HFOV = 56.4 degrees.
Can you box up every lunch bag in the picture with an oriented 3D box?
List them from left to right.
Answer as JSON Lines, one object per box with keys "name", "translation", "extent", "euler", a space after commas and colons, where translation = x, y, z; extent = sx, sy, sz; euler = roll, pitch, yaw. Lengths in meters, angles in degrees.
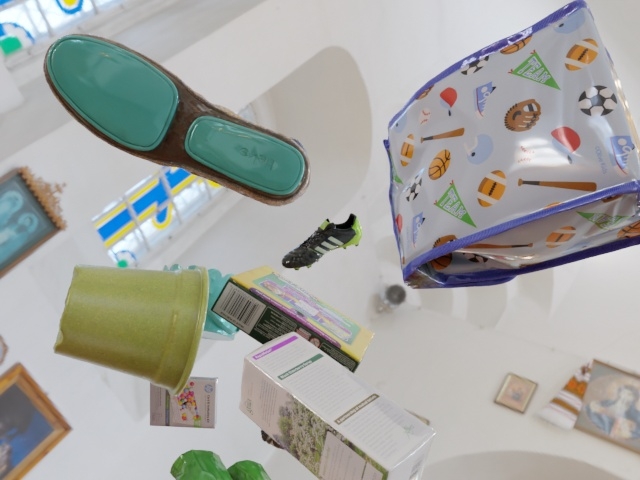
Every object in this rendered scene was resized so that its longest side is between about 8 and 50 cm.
{"name": "lunch bag", "translation": [0.287, -0.116, 0.945], "extent": [0.386, 0.327, 0.239], "euler": [-21, -32, 31]}

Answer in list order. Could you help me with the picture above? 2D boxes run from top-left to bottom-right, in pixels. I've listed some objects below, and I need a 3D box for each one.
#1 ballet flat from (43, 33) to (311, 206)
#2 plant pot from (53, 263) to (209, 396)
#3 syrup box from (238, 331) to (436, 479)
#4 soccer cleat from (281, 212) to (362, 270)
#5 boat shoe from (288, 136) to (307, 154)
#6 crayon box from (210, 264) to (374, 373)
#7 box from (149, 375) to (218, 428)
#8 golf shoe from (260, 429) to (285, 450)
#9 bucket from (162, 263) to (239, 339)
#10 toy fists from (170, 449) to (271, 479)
{"name": "ballet flat", "translation": [-0.161, -0.124, 0.687], "extent": [0.316, 0.107, 0.106], "euler": [30, -3, -4]}
{"name": "plant pot", "translation": [-0.391, 0.161, 1.217], "extent": [0.254, 0.275, 0.276], "euler": [14, -30, -21]}
{"name": "syrup box", "translation": [0.011, 0.219, 0.733], "extent": [0.237, 0.096, 0.093], "euler": [30, -56, 34]}
{"name": "soccer cleat", "translation": [0.000, 0.000, 1.177], "extent": [0.060, 0.179, 0.072], "euler": [41, -30, 53]}
{"name": "boat shoe", "translation": [-0.084, -0.148, 1.092], "extent": [0.066, 0.183, 0.066], "euler": [-18, -89, 27]}
{"name": "crayon box", "translation": [-0.056, 0.209, 1.516], "extent": [0.363, 0.106, 0.313], "euler": [32, 7, 8]}
{"name": "box", "translation": [-0.388, 0.457, 1.695], "extent": [0.186, 0.038, 0.145], "euler": [3, -80, -1]}
{"name": "golf shoe", "translation": [-0.053, 0.418, 1.428], "extent": [0.094, 0.198, 0.077], "euler": [40, 9, -11]}
{"name": "bucket", "translation": [-0.362, 0.194, 1.809], "extent": [0.282, 0.182, 0.281], "euler": [7, -16, 2]}
{"name": "toy fists", "translation": [-0.171, 0.499, 1.146], "extent": [0.142, 0.096, 0.279], "euler": [43, 2, 42]}
